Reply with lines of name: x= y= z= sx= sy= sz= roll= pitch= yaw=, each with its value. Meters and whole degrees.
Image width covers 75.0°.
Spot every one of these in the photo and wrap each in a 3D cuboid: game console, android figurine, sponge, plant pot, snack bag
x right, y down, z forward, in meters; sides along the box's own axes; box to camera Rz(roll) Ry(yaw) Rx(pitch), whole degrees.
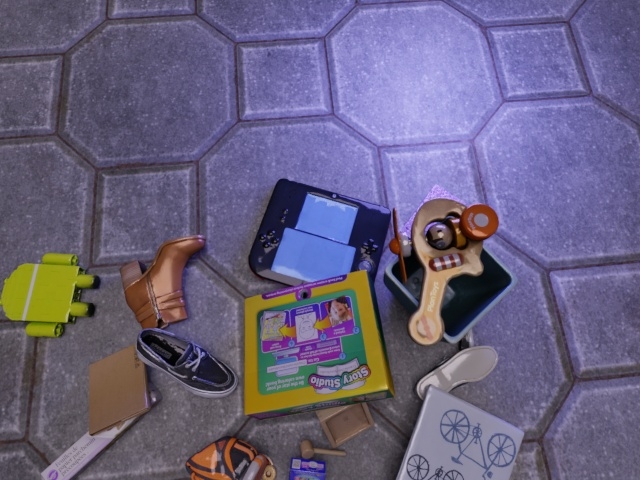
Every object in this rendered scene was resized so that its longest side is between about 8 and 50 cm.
game console: x=0.000 y=0.000 z=1.288 sx=0.385 sy=0.060 sz=0.343 roll=17 pitch=74 yaw=3
android figurine: x=-0.799 y=0.156 z=1.223 sx=0.272 sy=0.056 sz=0.249 roll=1 pitch=73 yaw=-1
sponge: x=0.359 y=-0.070 z=1.331 sx=0.117 sy=0.031 sz=0.210 roll=37 pitch=76 yaw=9
plant pot: x=0.324 y=0.123 z=1.156 sx=0.247 sy=0.252 sz=0.248 roll=-39 pitch=77 yaw=-12
snack bag: x=0.355 y=0.598 z=1.082 sx=0.322 sy=0.037 sz=0.343 roll=28 pitch=75 yaw=-10

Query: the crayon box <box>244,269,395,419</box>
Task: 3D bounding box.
crayon box: x=-0.016 y=0.273 z=1.094 sx=0.362 sy=0.106 sz=0.314 roll=-14 pitch=58 yaw=12

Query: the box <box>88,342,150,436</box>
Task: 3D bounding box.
box: x=-0.547 y=0.394 z=1.125 sx=0.164 sy=0.021 sz=0.201 roll=-25 pitch=52 yaw=-1

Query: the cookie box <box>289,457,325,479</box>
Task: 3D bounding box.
cookie box: x=-0.037 y=0.622 z=1.079 sx=0.091 sy=0.040 sz=0.107 roll=7 pitch=110 yaw=0

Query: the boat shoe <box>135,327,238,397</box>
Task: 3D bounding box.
boat shoe: x=-0.360 y=0.327 z=1.134 sx=0.301 sy=0.102 sz=0.108 roll=29 pitch=49 yaw=0

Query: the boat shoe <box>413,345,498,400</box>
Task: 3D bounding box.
boat shoe: x=0.377 y=0.373 z=1.172 sx=0.254 sy=0.079 sz=0.095 roll=-31 pitch=79 yaw=-8

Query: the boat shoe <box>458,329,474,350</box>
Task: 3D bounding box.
boat shoe: x=0.418 y=0.255 z=1.226 sx=0.040 sy=0.049 sz=0.142 roll=-5 pitch=75 yaw=-2

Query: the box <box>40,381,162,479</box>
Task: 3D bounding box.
box: x=-0.576 y=0.518 z=1.114 sx=0.324 sy=0.067 sz=0.063 roll=-42 pitch=78 yaw=-13

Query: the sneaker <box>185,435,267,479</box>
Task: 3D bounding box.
sneaker: x=-0.283 y=0.658 z=1.063 sx=0.179 sy=0.125 sz=0.321 roll=24 pitch=75 yaw=19

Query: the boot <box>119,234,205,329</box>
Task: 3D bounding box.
boot: x=-0.431 y=0.125 z=1.211 sx=0.283 sy=0.109 sz=0.220 roll=-26 pitch=74 yaw=-7

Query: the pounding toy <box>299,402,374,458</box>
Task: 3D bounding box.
pounding toy: x=0.029 y=0.490 z=1.117 sx=0.205 sy=0.181 sz=0.094 roll=-26 pitch=33 yaw=-8

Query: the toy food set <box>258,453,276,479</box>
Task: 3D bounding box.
toy food set: x=-0.166 y=0.618 z=1.116 sx=0.082 sy=0.020 sz=0.083 roll=-32 pitch=77 yaw=-10

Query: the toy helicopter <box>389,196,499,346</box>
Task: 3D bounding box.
toy helicopter: x=0.256 y=0.064 z=0.974 sx=0.234 sy=0.140 sz=0.356 roll=15 pitch=76 yaw=5
